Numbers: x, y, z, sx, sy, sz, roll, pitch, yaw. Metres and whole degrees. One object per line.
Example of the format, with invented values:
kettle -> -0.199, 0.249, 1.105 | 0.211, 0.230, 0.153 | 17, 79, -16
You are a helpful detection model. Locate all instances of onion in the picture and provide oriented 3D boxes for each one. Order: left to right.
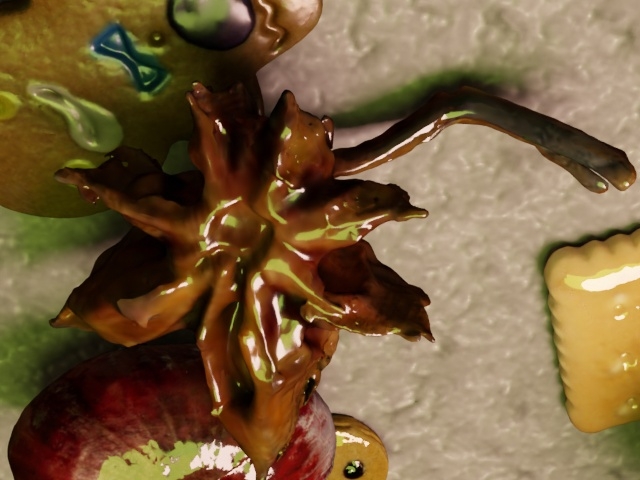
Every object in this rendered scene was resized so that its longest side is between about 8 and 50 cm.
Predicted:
onion -> -0.084, 0.116, 0.855 | 0.205, 0.151, 0.098 | -3, 112, -23

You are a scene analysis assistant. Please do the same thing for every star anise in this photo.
star anise -> 0.003, 0.003, 0.759 | 0.346, 0.148, 0.237 | -19, 111, 3

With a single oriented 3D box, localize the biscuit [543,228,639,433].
biscuit -> 0.276, 0.045, 0.900 | 0.249, 0.030, 0.160 | -13, 125, 4

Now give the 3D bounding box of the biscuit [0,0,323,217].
biscuit -> -0.113, -0.099, 0.762 | 0.236, 0.039, 0.180 | -38, 121, 22

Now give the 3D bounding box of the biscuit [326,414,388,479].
biscuit -> 0.013, 0.225, 1.001 | 0.158, 0.035, 0.240 | -10, 126, -1
